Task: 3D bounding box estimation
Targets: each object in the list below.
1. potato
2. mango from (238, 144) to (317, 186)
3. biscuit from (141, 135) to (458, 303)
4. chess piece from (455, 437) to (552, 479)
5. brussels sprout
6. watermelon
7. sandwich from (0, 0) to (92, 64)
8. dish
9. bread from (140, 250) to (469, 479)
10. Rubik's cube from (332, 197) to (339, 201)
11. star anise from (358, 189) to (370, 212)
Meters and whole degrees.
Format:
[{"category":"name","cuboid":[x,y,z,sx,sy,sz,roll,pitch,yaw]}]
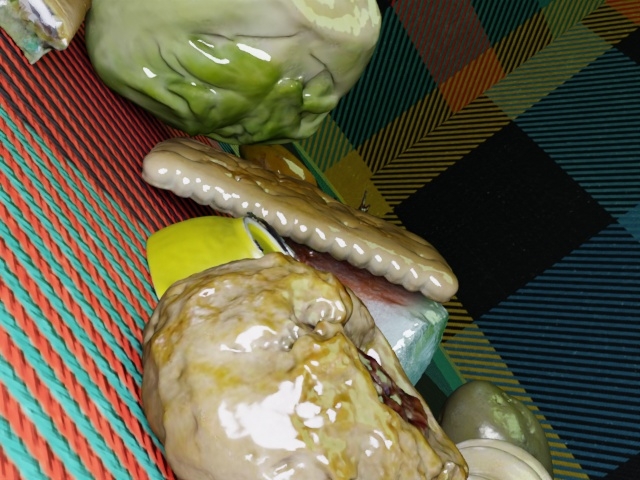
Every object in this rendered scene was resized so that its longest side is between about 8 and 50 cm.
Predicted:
[{"category":"potato","cuboid":[0.248,0.310,1.189,0.235,0.160,0.178,62,24,-11]},{"category":"mango","cuboid":[-0.073,-0.117,1.446,0.165,0.089,0.115,49,5,-20]},{"category":"biscuit","cuboid":[-0.019,-0.032,0.863,0.325,0.044,0.217,23,11,-7]},{"category":"chess piece","cuboid":[0.134,0.254,0.709,0.142,0.143,0.261,55,10,15]},{"category":"brussels sprout","cuboid":[-0.088,-0.226,0.900,0.328,0.328,0.247,10,66,-82]},{"category":"watermelon","cuboid":[0.005,0.064,0.873,0.241,0.154,0.094,40,-1,28]},{"category":"sandwich","cuboid":[-0.293,-0.271,0.695,0.245,0.063,0.212,49,8,-25]},{"category":"dish","cuboid":[-0.059,0.035,0.671,0.148,0.080,0.208,55,7,11]},{"category":"bread","cuboid":[-0.004,0.104,0.492,0.230,0.123,0.230,54,3,-4]},{"category":"Rubik's cube","cuboid":[0.000,0.000,1.207,0.112,0.133,0.133,17,27,-33]},{"category":"star anise","cuboid":[0.051,-0.002,1.529,0.140,0.144,0.158,63,6,9]}]
